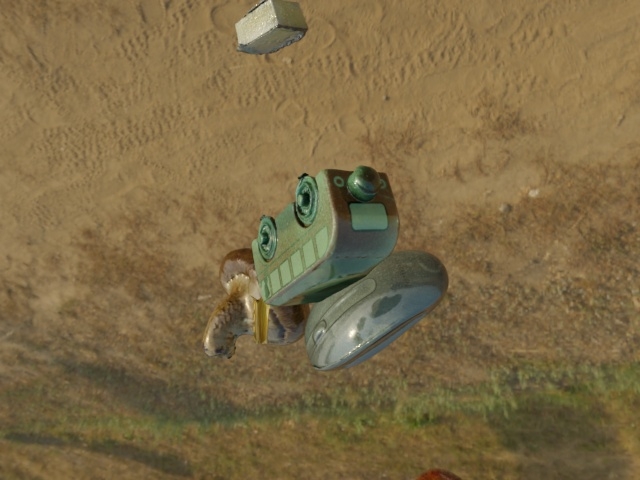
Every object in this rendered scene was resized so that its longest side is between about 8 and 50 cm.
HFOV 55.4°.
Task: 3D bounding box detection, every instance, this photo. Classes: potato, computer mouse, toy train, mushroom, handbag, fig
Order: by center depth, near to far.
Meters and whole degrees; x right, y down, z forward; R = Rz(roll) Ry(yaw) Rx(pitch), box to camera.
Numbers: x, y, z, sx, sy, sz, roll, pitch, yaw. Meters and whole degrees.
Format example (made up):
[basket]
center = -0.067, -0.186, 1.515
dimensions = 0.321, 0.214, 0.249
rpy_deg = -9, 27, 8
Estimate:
[toy train]
center = 0.000, 0.000, 0.956
dimensions = 0.129, 0.159, 0.326
rpy_deg = -2, 159, -30
[potato]
center = -0.092, -0.373, 1.069
dimensions = 0.086, 0.061, 0.122
rpy_deg = -6, 176, -43
[handbag]
center = -0.112, 0.144, 1.116
dimensions = 0.027, 0.061, 0.083
rpy_deg = -1, 98, -17
[fig]
center = 0.260, 0.554, 1.273
dimensions = 0.128, 0.128, 0.150
rpy_deg = -22, 114, 34
[computer mouse]
center = 0.097, 0.141, 1.316
dimensions = 0.374, 0.203, 0.114
rpy_deg = -36, 138, 13
[mushroom]
center = -0.151, 0.150, 1.475
dimensions = 0.267, 0.254, 0.267
rpy_deg = 7, 122, 11
